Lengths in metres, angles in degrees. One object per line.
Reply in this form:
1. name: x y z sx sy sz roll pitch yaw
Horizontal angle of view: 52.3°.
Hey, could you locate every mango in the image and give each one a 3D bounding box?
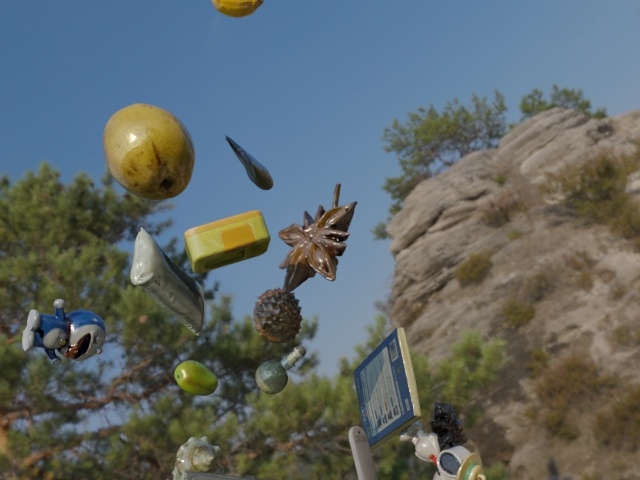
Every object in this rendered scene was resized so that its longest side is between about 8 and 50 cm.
1. mango: -0.439 0.491 2.309 0.089 0.163 0.117 -52 13 24

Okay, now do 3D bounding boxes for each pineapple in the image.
1. pineapple: -0.131 0.219 1.984 0.166 0.193 0.166 -2 -57 -4

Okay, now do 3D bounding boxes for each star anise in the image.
1. star anise: 0.465 0.678 2.386 0.073 0.197 0.212 -28 -7 37
2. star anise: -0.003 0.000 1.913 0.292 0.350 0.109 -24 -44 13

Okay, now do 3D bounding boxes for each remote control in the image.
1. remote control: 0.137 0.693 2.003 0.022 0.245 0.077 -30 -29 29

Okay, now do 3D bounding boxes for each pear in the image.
1. pear: -0.556 -0.287 2.115 0.314 0.314 0.314 -29 -18 -10

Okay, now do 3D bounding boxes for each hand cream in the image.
1. hand cream: -0.206 -0.226 1.945 0.061 0.120 0.270 -41 -18 -3

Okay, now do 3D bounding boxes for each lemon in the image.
1. lemon: -0.229 -0.671 1.794 0.155 0.114 0.114 11 -17 8

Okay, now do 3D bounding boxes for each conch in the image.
1. conch: -0.415 0.770 2.144 0.203 0.169 0.386 -50 -10 -43

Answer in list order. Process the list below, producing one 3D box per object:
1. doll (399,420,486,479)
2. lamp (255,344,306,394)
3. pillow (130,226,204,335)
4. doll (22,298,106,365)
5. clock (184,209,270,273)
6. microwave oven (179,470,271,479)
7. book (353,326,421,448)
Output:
1. doll: 0.386 0.687 2.078 0.144 0.271 0.208 4 -41 -48
2. lamp: -0.104 0.346 1.784 0.163 0.091 0.091 -45 -19 6
3. pillow: -0.329 0.094 1.439 0.078 0.144 0.254 -23 -40 10
4. doll: -0.799 0.292 2.053 0.256 0.161 0.215 12 -75 -48
5. clock: -0.235 0.003 1.643 0.202 0.096 0.143 -16 -17 -16
6. microwave oven: -0.257 0.702 1.689 0.240 0.145 0.194 13 -62 -18
7. book: 0.217 0.511 2.217 0.039 0.300 0.428 1 -30 -19
